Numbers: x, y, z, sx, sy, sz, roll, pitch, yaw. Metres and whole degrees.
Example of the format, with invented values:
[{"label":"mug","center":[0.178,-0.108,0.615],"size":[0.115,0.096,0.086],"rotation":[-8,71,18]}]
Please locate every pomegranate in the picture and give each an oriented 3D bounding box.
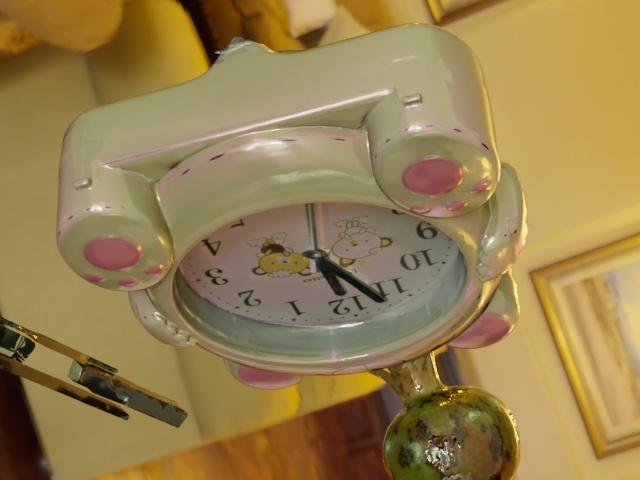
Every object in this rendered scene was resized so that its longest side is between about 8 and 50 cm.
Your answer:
[{"label":"pomegranate","center":[0.137,0.198,1.276],"size":[0.156,0.156,0.220],"rotation":[-36,112,-78]}]

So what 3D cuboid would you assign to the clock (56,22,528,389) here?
[{"label":"clock","center":[0.000,0.000,0.801],"size":[0.309,0.284,0.114],"rotation":[59,20,-53]}]

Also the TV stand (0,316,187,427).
[{"label":"TV stand","center":[-0.240,0.130,1.141],"size":[0.249,0.042,0.036],"rotation":[30,-6,-31]}]
